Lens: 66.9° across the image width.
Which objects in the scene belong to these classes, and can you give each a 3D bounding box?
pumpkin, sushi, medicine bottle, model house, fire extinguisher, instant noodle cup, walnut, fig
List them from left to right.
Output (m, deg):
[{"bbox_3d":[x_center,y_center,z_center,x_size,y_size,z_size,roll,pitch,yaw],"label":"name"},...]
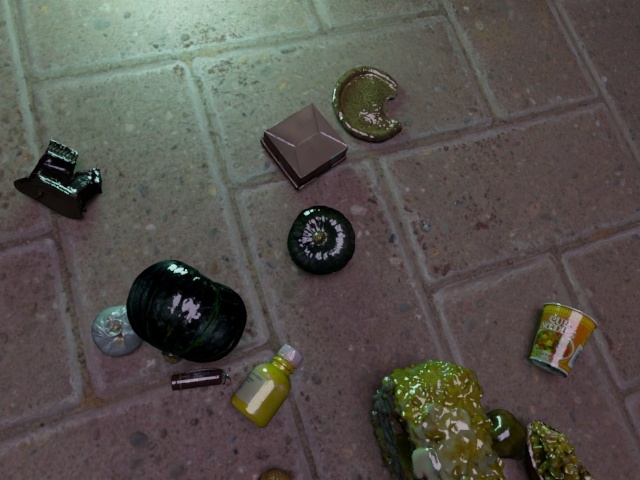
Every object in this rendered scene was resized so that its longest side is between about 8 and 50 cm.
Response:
[{"bbox_3d":[-0.738,-0.178,1.406,0.203,0.141,0.164,36,46,-20],"label":"model house"},{"bbox_3d":[-0.349,0.198,1.256,0.314,0.315,0.239,25,68,-2],"label":"pumpkin"},{"bbox_3d":[-0.327,0.380,1.334,0.158,0.043,0.064,-4,32,-12],"label":"fire extinguisher"},{"bbox_3d":[-0.136,0.387,1.324,0.121,0.122,0.213,38,70,3],"label":"medicine bottle"},{"bbox_3d":[-0.116,0.658,1.258,0.105,0.105,0.125,-5,78,-12],"label":"walnut"},{"bbox_3d":[0.002,-0.001,1.452,0.211,0.152,0.212,2,70,-5],"label":"pumpkin"},{"bbox_3d":[0.295,0.513,1.240,0.239,0.351,0.397,-13,78,-14],"label":"sushi"},{"bbox_3d":[0.519,0.573,1.408,0.126,0.185,0.133,20,57,38],"label":"fig"},{"bbox_3d":[0.668,0.656,1.358,0.166,0.179,0.297,0,74,-16],"label":"sushi"},{"bbox_3d":[0.738,0.312,1.498,0.168,0.168,0.185,30,78,0],"label":"instant noodle cup"}]

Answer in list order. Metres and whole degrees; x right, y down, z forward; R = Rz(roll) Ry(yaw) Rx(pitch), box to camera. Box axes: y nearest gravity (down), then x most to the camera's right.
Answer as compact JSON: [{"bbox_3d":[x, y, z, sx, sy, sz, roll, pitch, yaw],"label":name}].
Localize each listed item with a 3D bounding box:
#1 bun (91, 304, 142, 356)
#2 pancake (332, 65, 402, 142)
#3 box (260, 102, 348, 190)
[{"bbox_3d":[-0.549,0.243,1.314,0.140,0.083,0.141,4,72,-12],"label":"bun"},{"bbox_3d":[0.175,-0.478,1.695,0.286,0.033,0.288,39,70,4],"label":"pancake"},{"bbox_3d":[-0.049,-0.307,1.572,0.215,0.086,0.215,-35,82,-17],"label":"box"}]
